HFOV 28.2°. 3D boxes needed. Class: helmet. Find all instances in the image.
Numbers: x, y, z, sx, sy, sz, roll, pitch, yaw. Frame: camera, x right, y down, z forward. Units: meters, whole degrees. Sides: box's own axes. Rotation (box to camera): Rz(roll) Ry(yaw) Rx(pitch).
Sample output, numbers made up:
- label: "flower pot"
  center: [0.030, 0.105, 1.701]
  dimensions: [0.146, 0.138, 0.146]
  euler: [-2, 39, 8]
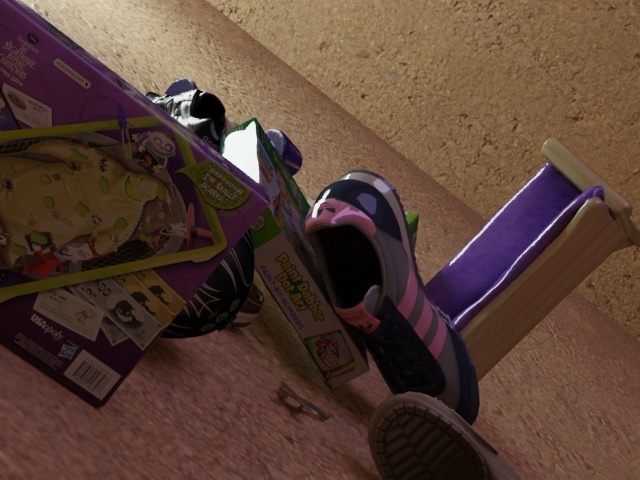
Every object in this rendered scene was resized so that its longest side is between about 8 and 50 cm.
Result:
- label: "helmet"
  center: [-0.141, 0.001, 1.120]
  dimensions: [0.169, 0.169, 0.161]
  euler: [47, -4, 28]

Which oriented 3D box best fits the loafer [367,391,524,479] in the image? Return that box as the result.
- label: "loafer"
  center: [0.144, 0.248, 1.293]
  dimensions: [0.268, 0.102, 0.092]
  euler: [47, 8, -17]

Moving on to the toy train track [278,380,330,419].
- label: "toy train track"
  center: [-0.018, 0.166, 1.273]
  dimensions: [0.048, 0.014, 0.083]
  euler: [41, 3, 42]

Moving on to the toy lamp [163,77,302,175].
- label: "toy lamp"
  center: [-0.130, -0.169, 2.000]
  dimensions: [0.275, 0.080, 0.080]
  euler: [30, 16, -46]

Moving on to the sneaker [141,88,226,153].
- label: "sneaker"
  center: [-0.171, -0.145, 1.656]
  dimensions: [0.107, 0.124, 0.283]
  euler: [34, 13, -30]

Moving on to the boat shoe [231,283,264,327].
- label: "boat shoe"
  center: [-0.147, -0.007, 1.293]
  dimensions: [0.257, 0.095, 0.095]
  euler: [35, 13, -26]

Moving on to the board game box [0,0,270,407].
- label: "board game box"
  center: [-0.234, -0.056, 0.918]
  dimensions: [0.347, 0.208, 0.056]
  euler: [38, 12, -16]

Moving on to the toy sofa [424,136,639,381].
- label: "toy sofa"
  center: [0.221, 0.046, 1.618]
  dimensions: [0.150, 0.362, 0.177]
  euler: [50, 9, 36]

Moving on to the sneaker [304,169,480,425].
- label: "sneaker"
  center: [0.067, 0.089, 1.377]
  dimensions: [0.319, 0.112, 0.131]
  euler: [64, 32, -8]

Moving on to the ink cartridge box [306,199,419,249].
- label: "ink cartridge box"
  center: [0.000, 0.000, 1.787]
  dimensions: [0.255, 0.097, 0.189]
  euler: [8, 8, 9]

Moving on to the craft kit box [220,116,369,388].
- label: "craft kit box"
  center: [-0.033, 0.008, 1.462]
  dimensions: [0.246, 0.061, 0.250]
  euler: [61, 9, -24]
